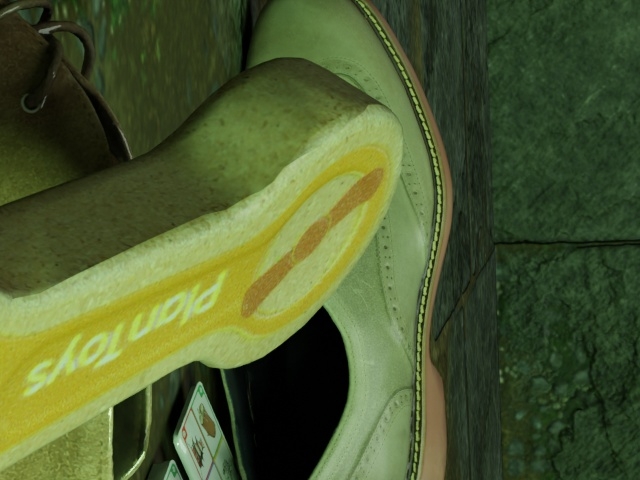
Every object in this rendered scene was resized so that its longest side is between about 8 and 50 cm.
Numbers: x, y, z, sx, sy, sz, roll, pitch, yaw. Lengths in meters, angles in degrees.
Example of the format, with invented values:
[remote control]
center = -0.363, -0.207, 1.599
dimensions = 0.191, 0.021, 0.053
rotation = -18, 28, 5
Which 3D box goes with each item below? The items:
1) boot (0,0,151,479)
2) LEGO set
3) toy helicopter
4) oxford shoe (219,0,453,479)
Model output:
[boot]
center = -0.109, -0.057, 0.547
dimensions = 0.112, 0.115, 0.305
rotation = -32, 119, -74
[LEGO set]
center = -0.059, 0.224, 0.966
dimensions = 0.182, 0.060, 0.244
rotation = -73, 147, -56
[toy helicopter]
center = -0.097, 0.048, 0.392
dimensions = 0.355, 0.140, 0.235
rotation = -27, 144, -50
[oxford shoe]
center = 0.000, 0.000, 1.048
dimensions = 0.130, 0.123, 0.348
rotation = 27, 52, -59
